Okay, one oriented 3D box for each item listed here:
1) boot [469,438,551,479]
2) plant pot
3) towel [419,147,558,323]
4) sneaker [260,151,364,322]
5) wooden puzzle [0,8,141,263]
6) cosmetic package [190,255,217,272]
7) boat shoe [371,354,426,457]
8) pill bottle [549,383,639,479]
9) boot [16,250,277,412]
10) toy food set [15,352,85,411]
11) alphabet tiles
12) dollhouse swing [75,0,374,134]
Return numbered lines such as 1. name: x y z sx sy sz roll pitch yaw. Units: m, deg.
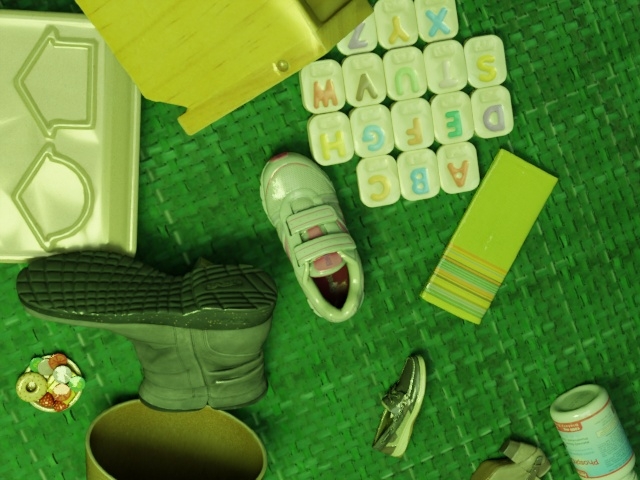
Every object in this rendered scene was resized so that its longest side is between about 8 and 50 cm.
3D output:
1. boot: 0.276 0.343 1.855 0.087 0.042 0.118 37 101 -22
2. plant pot: -0.209 0.379 1.704 0.237 0.237 0.254 8 113 -10
3. towel: 0.235 -0.004 1.791 0.102 0.021 0.237 26 95 -18
4. sneaker: 0.000 0.000 1.705 0.103 0.111 0.252 -26 103 -3
5. wooden puzzle: -0.404 -0.133 1.638 0.347 0.080 0.322 2 100 -5
6. cosmetic package: -0.127 0.075 1.736 0.115 0.041 0.060 27 96 -13
7. boat shoe: 0.110 0.232 1.797 0.049 0.056 0.152 10 99 -16
8. pill bottle: 0.398 0.294 1.839 0.087 0.087 0.160 -27 103 -3
9. boot: -0.226 0.137 1.666 0.338 0.118 0.223 7 131 -5
10. toy food set: -0.363 0.193 1.733 0.083 0.020 0.082 38 93 -13
11. alphabet tiles: 0.118 -0.191 1.726 0.284 0.021 0.278 -10 101 -9
12. dollhouse swing: -0.109 -0.388 1.599 0.315 0.305 0.347 -28 106 28
